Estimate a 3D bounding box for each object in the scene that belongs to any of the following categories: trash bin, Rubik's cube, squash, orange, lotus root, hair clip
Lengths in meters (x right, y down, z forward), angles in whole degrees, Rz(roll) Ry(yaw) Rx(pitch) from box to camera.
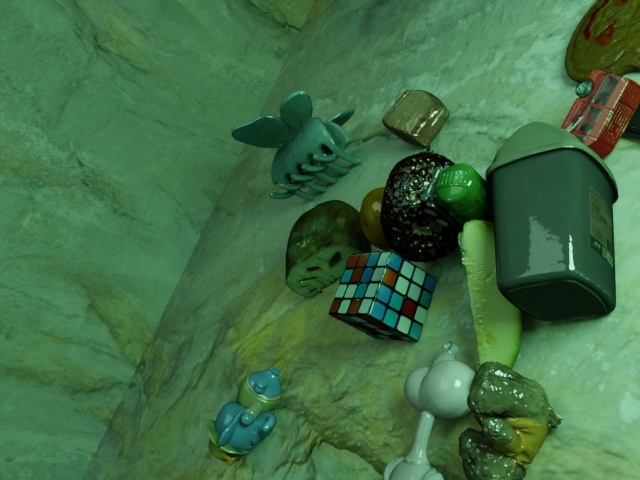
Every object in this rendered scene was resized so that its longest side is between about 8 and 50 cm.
[{"bbox_3d":[0.379,-0.031,0.928,0.182,0.209,0.291,-15,54,40],"label":"trash bin"},{"bbox_3d":[0.137,0.123,1.253,0.155,0.151,0.154,-9,56,58],"label":"Rubik's cube"},{"bbox_3d":[0.302,0.111,0.989,0.093,0.169,0.252,-9,52,30],"label":"squash"},{"bbox_3d":[0.170,-0.055,1.398,0.136,0.159,0.159,-18,22,-15],"label":"orange"},{"bbox_3d":[0.009,-0.015,1.636,0.267,0.149,0.260,-35,36,35],"label":"lotus root"},{"bbox_3d":[-0.043,-0.298,1.891,0.318,0.392,0.239,-33,61,39],"label":"hair clip"}]

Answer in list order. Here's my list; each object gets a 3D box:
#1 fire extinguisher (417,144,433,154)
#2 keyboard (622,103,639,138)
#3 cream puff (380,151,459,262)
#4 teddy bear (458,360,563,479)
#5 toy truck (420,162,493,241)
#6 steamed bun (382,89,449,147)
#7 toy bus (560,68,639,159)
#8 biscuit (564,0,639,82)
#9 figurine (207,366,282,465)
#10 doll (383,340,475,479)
[{"bbox_3d":[0.262,-0.177,1.470,0.062,0.050,0.177,86,-159,-64],"label":"fire extinguisher"},{"bbox_3d":[0.580,-0.206,0.963,0.094,0.025,0.230,-55,26,12],"label":"keyboard"},{"bbox_3d":[0.232,-0.069,1.222,0.164,0.239,0.239,10,68,30],"label":"cream puff"},{"bbox_3d":[0.277,0.296,0.869,0.190,0.140,0.177,-69,-16,1],"label":"teddy bear"},{"bbox_3d":[0.292,-0.059,1.072,0.125,0.242,0.101,14,74,50],"label":"toy truck"},{"bbox_3d":[0.268,-0.336,1.569,0.145,0.106,0.175,-51,40,4],"label":"steamed bun"},{"bbox_3d":[0.490,-0.202,1.029,0.089,0.081,0.195,45,114,54],"label":"toy bus"},{"bbox_3d":[0.613,-0.434,1.125,0.273,0.049,0.257,-63,27,-6],"label":"biscuit"},{"bbox_3d":[-0.196,0.459,1.489,0.262,0.153,0.180,-59,15,9],"label":"figurine"},{"bbox_3d":[0.184,0.349,0.999,0.160,0.094,0.365,-21,43,64],"label":"doll"}]
